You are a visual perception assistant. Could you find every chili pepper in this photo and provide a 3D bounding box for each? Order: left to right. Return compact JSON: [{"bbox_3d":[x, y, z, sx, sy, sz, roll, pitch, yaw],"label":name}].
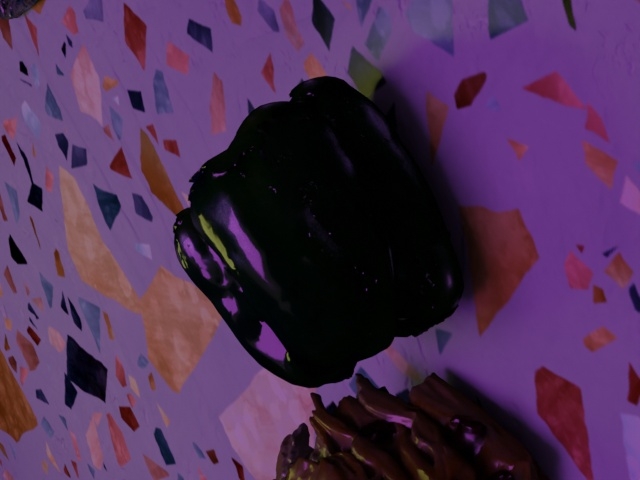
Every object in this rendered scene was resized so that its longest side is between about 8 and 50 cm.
[{"bbox_3d":[0.000,0.000,1.542,0.257,0.233,0.248,55,164,8],"label":"chili pepper"}]

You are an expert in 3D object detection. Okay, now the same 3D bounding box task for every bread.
[{"bbox_3d":[0.058,0.292,1.651,0.370,0.191,0.314,25,129,52],"label":"bread"}]

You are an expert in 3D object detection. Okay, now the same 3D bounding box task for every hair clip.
[{"bbox_3d":[-0.391,-0.331,2.144,0.229,0.036,0.066,-2,102,65],"label":"hair clip"}]
